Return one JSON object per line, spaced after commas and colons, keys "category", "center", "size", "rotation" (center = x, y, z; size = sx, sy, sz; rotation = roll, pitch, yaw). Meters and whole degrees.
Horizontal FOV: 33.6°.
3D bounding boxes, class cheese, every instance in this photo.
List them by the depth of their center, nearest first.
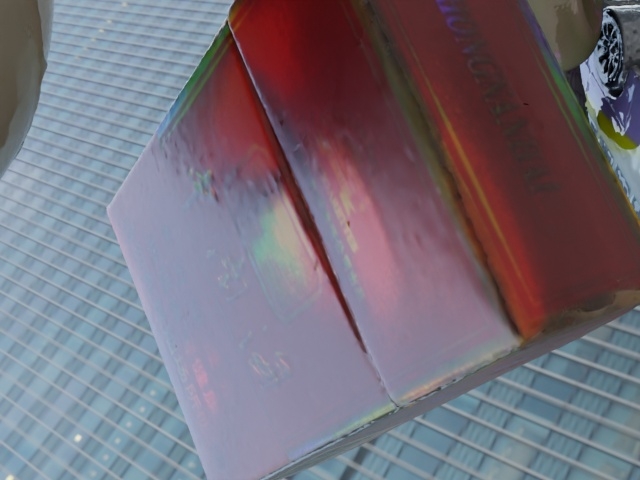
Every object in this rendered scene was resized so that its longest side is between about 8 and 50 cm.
{"category": "cheese", "center": [0.214, -0.202, 0.966], "size": [0.286, 0.082, 0.163], "rotation": [67, -146, -41]}

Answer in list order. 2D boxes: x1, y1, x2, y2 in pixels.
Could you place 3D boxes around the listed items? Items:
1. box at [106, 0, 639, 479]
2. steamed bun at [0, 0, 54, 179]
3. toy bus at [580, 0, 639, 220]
{"category": "box", "center": [-0.001, 0.000, 0.531], "size": [0.089, 0.313, 0.197], "rotation": [-13, -106, -32]}
{"category": "steamed bun", "center": [-0.319, -0.110, 0.548], "size": [0.334, 0.374, 0.334], "rotation": [36, -146, -30]}
{"category": "toy bus", "center": [0.383, -0.042, 0.969], "size": [0.209, 0.440, 0.249], "rotation": [-5, -47, -7]}
